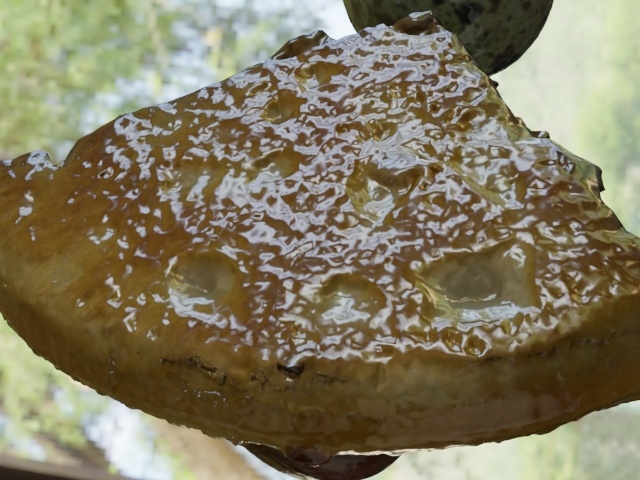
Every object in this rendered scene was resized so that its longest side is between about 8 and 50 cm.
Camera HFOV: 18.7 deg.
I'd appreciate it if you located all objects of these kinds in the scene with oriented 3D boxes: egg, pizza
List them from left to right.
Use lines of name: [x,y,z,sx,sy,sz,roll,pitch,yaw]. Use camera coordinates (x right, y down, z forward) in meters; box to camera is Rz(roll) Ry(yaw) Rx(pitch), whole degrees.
pizza: [0.000,0.000,1.003,0.277,0.409,0.114,-67,-25,-42]
egg: [0.076,-0.172,1.184,0.132,0.132,0.172,87,178,-48]

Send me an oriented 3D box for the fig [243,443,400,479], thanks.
fig: [-0.019,0.068,1.266,0.202,0.148,0.149,40,-114,-40]
